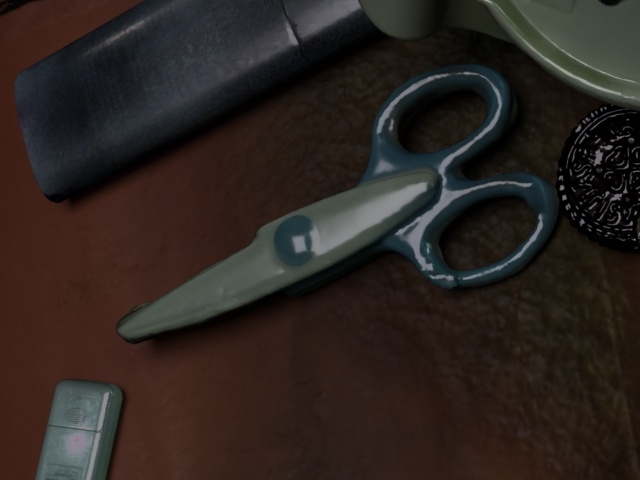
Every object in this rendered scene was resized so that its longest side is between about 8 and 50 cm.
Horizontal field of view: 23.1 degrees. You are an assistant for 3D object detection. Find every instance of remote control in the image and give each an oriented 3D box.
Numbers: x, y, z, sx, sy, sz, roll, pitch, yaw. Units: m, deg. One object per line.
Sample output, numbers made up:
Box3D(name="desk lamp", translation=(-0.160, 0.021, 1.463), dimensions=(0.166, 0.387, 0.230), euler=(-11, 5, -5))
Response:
Box3D(name="remote control", translation=(-0.037, -0.148, 1.018), dimensions=(0.377, 0.044, 0.107), euler=(-26, 69, 19))
Box3D(name="remote control", translation=(-0.160, 0.150, 0.999), dimensions=(0.053, 0.018, 0.124), euler=(1, 74, 30))

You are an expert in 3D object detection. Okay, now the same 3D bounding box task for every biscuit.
Box3D(name="biscuit", translation=(0.173, -0.038, 0.874), dimensions=(0.087, 0.027, 0.089), euler=(-30, 61, 16))

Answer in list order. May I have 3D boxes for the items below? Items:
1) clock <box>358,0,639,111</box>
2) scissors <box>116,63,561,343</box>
Box3D(name="clock", translation=(0.176, -0.186, 0.791), dimensions=(0.324, 0.108, 0.265), euler=(25, 129, 23))
Box3D(name="scissors", translation=(0.000, 0.000, 0.948), dimensions=(0.289, 0.041, 0.138), euler=(-25, 72, 15))
